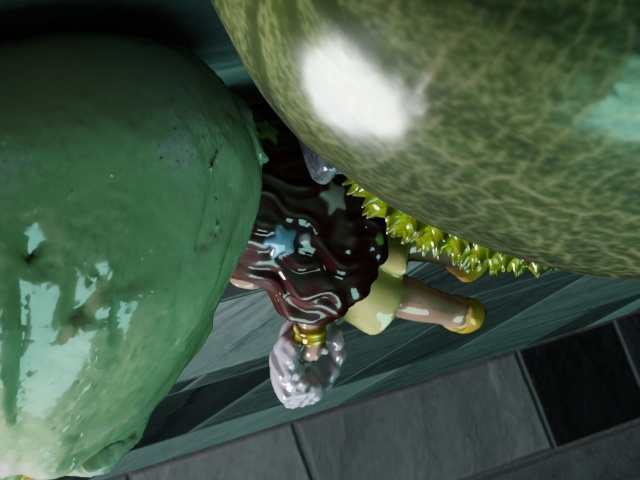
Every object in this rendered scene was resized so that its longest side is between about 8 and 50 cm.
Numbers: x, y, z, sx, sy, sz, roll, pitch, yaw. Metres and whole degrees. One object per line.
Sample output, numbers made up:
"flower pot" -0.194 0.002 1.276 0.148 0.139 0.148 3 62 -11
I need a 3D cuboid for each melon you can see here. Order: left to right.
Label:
"melon" 0.108 -0.105 0.555 0.301 0.238 0.237 -9 165 -32

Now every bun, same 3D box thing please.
"bun" -0.158 0.030 0.871 0.293 0.187 0.293 -18 168 -4

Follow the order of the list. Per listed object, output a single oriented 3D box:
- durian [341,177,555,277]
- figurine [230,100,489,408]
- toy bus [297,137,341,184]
"durian" 0.094 -0.053 0.997 0.198 0.159 0.146 -13 162 -36
"figurine" -0.001 -0.001 1.078 0.115 0.175 0.240 -14 152 37
"toy bus" 0.100 -0.114 0.827 0.234 0.116 0.133 -14 164 -25
